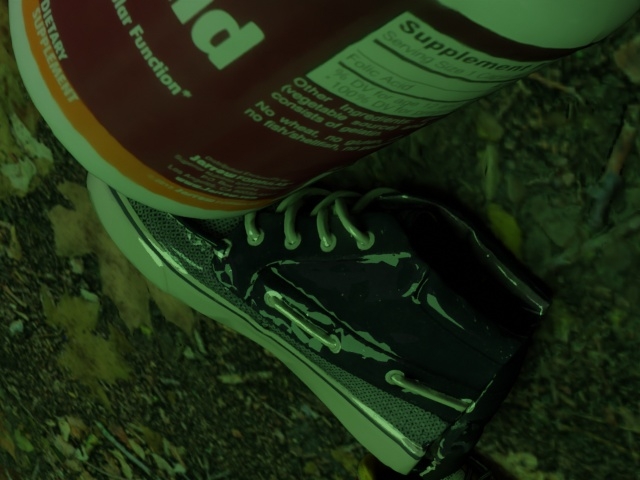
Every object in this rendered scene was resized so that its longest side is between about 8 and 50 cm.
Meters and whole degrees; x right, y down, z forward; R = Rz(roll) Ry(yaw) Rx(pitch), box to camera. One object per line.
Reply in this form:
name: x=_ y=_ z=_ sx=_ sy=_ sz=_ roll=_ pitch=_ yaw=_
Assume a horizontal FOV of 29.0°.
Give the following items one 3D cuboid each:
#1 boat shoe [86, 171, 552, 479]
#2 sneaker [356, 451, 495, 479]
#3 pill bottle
boat shoe: x=0.000 y=0.000 z=0.840 sx=0.340 sy=0.127 sz=0.158 roll=38 pitch=131 yaw=6
sneaker: x=0.109 y=0.209 z=0.895 sx=0.225 sy=0.088 sz=0.093 roll=8 pitch=121 yaw=40
pill bottle: x=0.026 y=-0.166 z=0.602 sx=0.392 sy=0.224 sz=0.224 roll=-25 pitch=99 yaw=49
